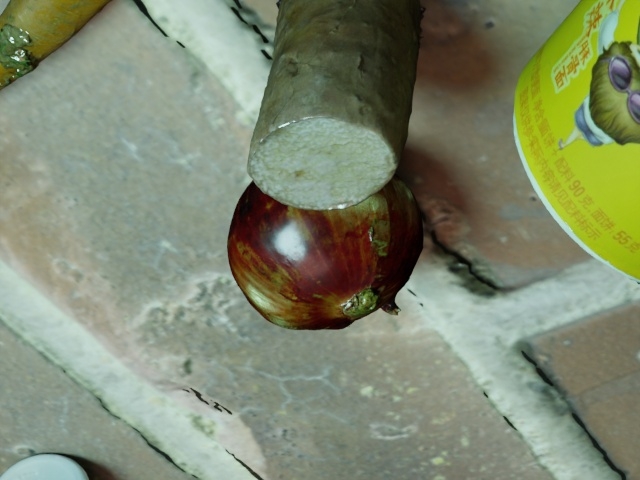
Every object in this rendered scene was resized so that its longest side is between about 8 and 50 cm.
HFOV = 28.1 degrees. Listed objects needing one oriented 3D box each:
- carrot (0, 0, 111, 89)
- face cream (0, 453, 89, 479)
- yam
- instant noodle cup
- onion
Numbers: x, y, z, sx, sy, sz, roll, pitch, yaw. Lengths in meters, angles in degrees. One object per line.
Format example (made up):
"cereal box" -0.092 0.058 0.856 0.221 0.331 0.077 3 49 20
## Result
"carrot" -0.165 -0.111 0.695 0.049 0.049 0.254 34 133 -27
"face cream" -0.208 0.286 1.078 0.082 0.082 0.269 -1 137 5
"yam" 0.010 -0.080 0.652 0.084 0.127 0.084 4 139 3
"instant noodle cup" 0.217 -0.094 0.588 0.215 0.215 0.236 25 141 -20
"onion" 0.000 0.000 0.744 0.118 0.118 0.117 36 105 -29
